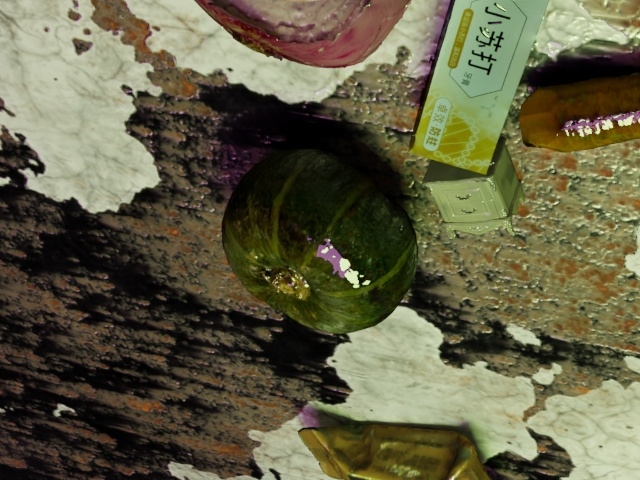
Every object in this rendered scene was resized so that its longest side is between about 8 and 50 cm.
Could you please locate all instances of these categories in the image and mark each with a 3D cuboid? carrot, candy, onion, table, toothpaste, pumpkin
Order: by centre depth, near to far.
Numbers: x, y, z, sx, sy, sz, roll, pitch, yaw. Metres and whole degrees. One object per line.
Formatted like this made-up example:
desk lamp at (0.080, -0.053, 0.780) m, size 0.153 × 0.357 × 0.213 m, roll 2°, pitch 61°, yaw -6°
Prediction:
onion at (-0.022, -0.237, 1.085) m, size 0.207 × 0.201 × 0.201 m, roll -2°, pitch 136°, yaw 2°
toothpaste at (0.154, -0.197, 1.123) m, size 0.089 × 0.071 × 0.313 m, roll 17°, pitch 138°, yaw 3°
carrot at (0.310, -0.122, 1.127) m, size 0.260 × 0.070 × 0.070 m, roll -5°, pitch 131°, yaw 27°
table at (0.160, -0.050, 1.276) m, size 0.079 × 0.062 × 0.083 m, roll -4°, pitch 132°, yaw 30°
pumpkin at (0.000, 0.000, 1.339) m, size 0.223 × 0.157 × 0.224 m, roll 29°, pitch 149°, yaw 19°
candy at (0.098, 0.298, 1.653) m, size 0.271 × 0.101 × 0.143 m, roll 4°, pitch 141°, yaw 31°
